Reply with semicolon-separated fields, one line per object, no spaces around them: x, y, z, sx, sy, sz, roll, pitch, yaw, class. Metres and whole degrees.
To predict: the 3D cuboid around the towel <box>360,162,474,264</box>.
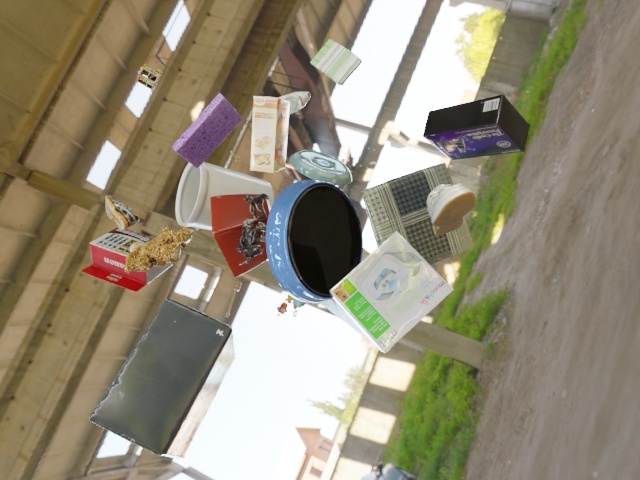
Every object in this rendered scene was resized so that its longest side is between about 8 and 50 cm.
0.327;-0.065;1.460;0.056;0.312;0.324;-161;51;-84;towel

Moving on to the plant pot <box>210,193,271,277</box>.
-0.308;-0.049;1.853;0.267;0.236;0.267;-110;3;-48;plant pot

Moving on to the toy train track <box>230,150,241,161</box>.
-0.494;-0.494;2.534;0.014;0.083;0.048;-28;26;35;toy train track

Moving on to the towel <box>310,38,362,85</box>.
0.053;-0.607;1.473;0.113;0.152;0.023;-49;-19;2;towel

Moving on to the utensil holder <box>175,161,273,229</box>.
-0.470;-0.198;2.135;0.386;0.328;0.327;11;-78;-35;utensil holder

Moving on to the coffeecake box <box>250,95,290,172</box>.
-0.133;-0.283;1.154;0.142;0.068;0.185;-60;-24;-73;coffeecake box

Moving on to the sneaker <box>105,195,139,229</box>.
-0.856;-0.124;1.852;0.083;0.215;0.084;-23;-35;-39;sneaker

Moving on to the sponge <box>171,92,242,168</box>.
-0.331;-0.318;1.275;0.210;0.031;0.117;-48;-23;0;sponge

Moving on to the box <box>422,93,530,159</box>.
0.492;-0.350;1.380;0.184;0.261;0.103;21;-101;-38;box

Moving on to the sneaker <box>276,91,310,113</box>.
-0.145;-0.555;1.777;0.095;0.235;0.090;-52;-51;-39;sneaker

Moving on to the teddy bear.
-0.645;0.032;1.702;0.113;0.338;0.245;50;-124;-32;teddy bear

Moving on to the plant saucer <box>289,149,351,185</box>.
0.008;-0.359;2.074;0.317;0.318;0.043;-44;-22;-59;plant saucer

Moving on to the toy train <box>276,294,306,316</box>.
-0.122;0.289;1.901;0.046;0.166;0.125;32;-107;-32;toy train

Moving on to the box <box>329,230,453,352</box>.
0.198;0.151;1.245;0.262;0.231;0.127;-40;-13;-6;box

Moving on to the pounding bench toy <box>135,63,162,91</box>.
-0.585;-0.566;1.474;0.052;0.065;0.083;-36;36;44;pounding bench toy

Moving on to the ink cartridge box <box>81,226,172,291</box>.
-0.904;0.081;2.030;0.272;0.310;0.130;-56;-20;-59;ink cartridge box

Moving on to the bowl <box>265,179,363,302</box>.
0.000;0.000;1.353;0.391;0.077;0.390;6;-98;-48;bowl

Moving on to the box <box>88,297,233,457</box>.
-0.571;0.558;1.699;0.471;0.298;0.479;111;-176;-60;box

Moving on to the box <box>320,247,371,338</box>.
0.200;0.240;1.986;0.290;0.279;0.177;-48;-10;-21;box

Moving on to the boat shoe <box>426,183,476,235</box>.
0.295;-0.088;1.034;0.277;0.098;0.096;60;-169;-75;boat shoe

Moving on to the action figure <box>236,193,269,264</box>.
-0.239;-0.037;1.656;0.141;0.164;0.275;12;-104;-34;action figure

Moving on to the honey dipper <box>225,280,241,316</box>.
-0.385;0.259;1.909;0.030;0.031;0.160;78;-157;-63;honey dipper
